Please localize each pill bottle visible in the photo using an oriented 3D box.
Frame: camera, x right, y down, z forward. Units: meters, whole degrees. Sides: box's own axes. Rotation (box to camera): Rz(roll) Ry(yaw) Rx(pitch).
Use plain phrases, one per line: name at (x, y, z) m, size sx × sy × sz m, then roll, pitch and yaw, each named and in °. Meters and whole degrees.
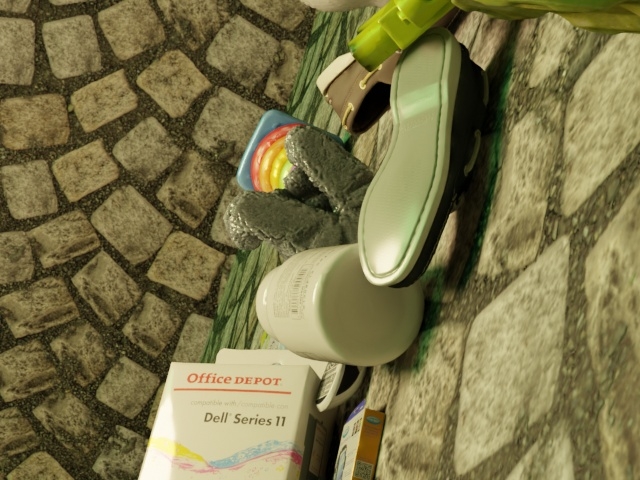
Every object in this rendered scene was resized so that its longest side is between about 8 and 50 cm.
pill bottle at (0.011, 0.072, 1.246) m, size 0.229 × 0.131 × 0.131 m, roll -8°, pitch 64°, yaw 67°

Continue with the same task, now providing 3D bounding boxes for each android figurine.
android figurine at (0.145, -0.297, 1.202) m, size 0.273 × 0.056 × 0.248 m, roll -40°, pitch 10°, yaw 23°

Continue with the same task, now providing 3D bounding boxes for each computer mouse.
computer mouse at (0.044, 0.128, 1.357) m, size 0.106 × 0.042 × 0.193 m, roll -40°, pitch 28°, yaw 65°

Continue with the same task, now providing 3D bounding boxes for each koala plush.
koala plush at (0.000, 0.000, 1.488) m, size 0.196 × 0.203 × 0.221 m, roll -51°, pitch -15°, yaw -22°

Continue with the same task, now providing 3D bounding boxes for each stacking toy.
stacking toy at (-0.015, -0.103, 1.879) m, size 0.166 × 0.175 × 0.302 m, roll -66°, pitch 24°, yaw 7°

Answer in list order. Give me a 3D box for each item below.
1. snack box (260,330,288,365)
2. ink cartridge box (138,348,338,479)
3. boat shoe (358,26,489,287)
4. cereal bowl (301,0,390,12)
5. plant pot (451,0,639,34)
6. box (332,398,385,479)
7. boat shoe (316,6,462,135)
snack box at (-0.038, 0.144, 1.700) m, size 0.207 × 0.070 × 0.175 m, roll -95°, pitch 25°, yaw -62°
ink cartridge box at (-0.104, 0.269, 1.373) m, size 0.119 × 0.207 × 0.354 m, roll 58°, pitch -143°, yaw -51°
boat shoe at (0.120, -0.080, 1.158) m, size 0.114 × 0.091 × 0.303 m, roll -6°, pitch 61°, yaw 47°
cereal bowl at (0.105, -0.404, 1.430) m, size 0.339 × 0.141 × 0.339 m, roll -34°, pitch 4°, yaw 2°
plant pot at (0.187, -0.261, 0.681) m, size 0.276 × 0.276 × 0.254 m, roll -127°, pitch 44°, yaw -79°
box at (0.038, 0.245, 1.206) m, size 0.081 × 0.028 × 0.136 m, roll 125°, pitch 163°, yaw -61°
boat shoe at (0.107, -0.252, 1.512) m, size 0.324 × 0.116 × 0.097 m, roll -37°, pitch 76°, yaw 53°
